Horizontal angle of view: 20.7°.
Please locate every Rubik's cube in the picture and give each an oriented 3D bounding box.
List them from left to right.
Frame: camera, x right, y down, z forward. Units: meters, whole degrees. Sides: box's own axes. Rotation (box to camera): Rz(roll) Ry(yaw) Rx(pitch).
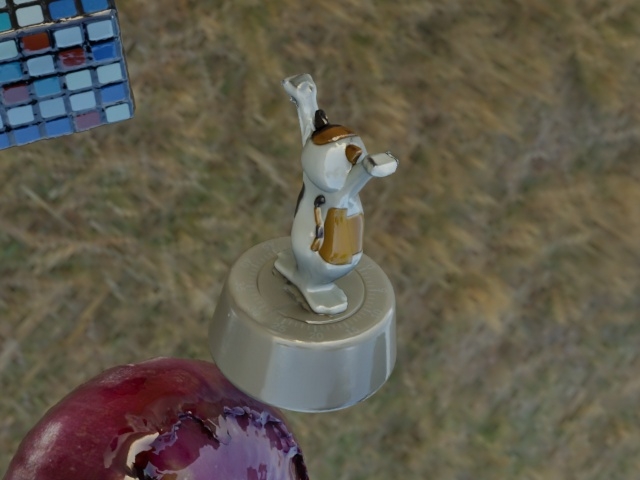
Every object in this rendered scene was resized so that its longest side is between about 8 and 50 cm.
[{"bbox_3d":[-0.316,-0.233,1.927,0.184,0.187,0.182,-15,145,-10],"label":"Rubik's cube"}]

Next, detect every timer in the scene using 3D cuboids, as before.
[{"bbox_3d":[0.000,0.000,1.534,0.175,0.175,0.266,-26,142,-36],"label":"timer"}]

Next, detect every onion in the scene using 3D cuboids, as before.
[{"bbox_3d":[-0.184,0.281,1.815,0.358,0.345,0.358,-29,143,-24],"label":"onion"}]
